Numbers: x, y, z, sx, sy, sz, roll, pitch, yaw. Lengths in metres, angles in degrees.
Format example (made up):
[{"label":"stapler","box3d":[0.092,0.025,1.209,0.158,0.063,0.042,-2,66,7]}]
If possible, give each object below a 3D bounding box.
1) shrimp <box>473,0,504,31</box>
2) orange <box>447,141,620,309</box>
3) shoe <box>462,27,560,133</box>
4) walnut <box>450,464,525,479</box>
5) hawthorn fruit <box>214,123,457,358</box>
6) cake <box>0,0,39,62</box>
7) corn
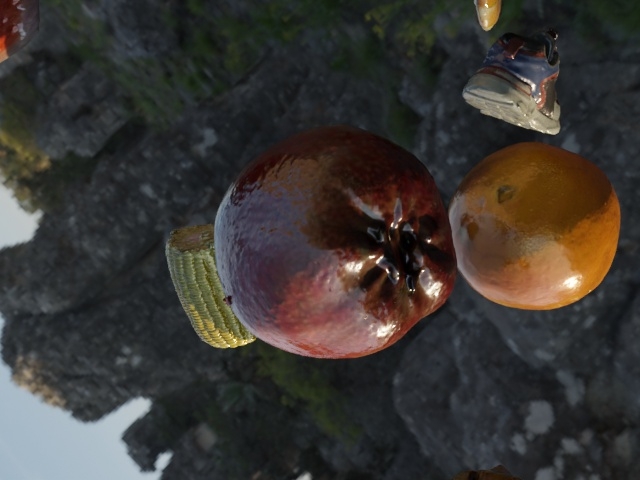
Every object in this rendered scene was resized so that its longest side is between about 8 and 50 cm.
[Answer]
[{"label":"shrimp","box3d":[0.210,-0.396,1.128,0.058,0.296,0.169,5,-174,14]},{"label":"orange","box3d":[0.321,-0.021,1.451,0.261,0.261,0.261,44,171,9]},{"label":"shoe","box3d":[0.259,-0.212,1.222,0.099,0.126,0.227,19,-174,26]},{"label":"walnut","box3d":[0.178,0.378,1.043,0.203,0.298,0.203,10,133,11]},{"label":"hawthorn fruit","box3d":[0.000,0.000,0.690,0.188,0.169,0.169,9,145,50]},{"label":"cake","box3d":[-0.420,-0.281,0.924,0.230,0.237,0.309,41,156,-1]},{"label":"corn","box3d":[-0.117,0.052,1.063,0.085,0.063,0.165,1,134,18]}]
